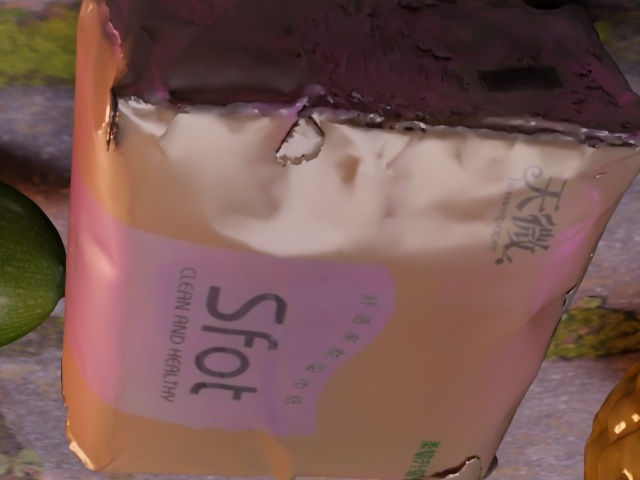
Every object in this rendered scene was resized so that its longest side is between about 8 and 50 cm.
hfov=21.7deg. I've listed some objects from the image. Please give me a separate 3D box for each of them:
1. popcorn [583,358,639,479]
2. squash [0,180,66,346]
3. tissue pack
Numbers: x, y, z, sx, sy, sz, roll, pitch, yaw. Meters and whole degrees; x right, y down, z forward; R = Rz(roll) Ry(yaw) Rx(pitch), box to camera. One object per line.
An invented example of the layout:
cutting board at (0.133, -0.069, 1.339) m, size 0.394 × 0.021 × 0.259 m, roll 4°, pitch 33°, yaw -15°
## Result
popcorn at (0.245, 0.154, 0.889) m, size 0.251 × 0.237 × 0.206 m, roll -27°, pitch 172°, yaw -20°
squash at (-0.297, -0.007, 0.730) m, size 0.378 × 0.101 × 0.101 m, roll 7°, pitch 151°, yaw -11°
tissue pack at (0.000, 0.000, 0.714) m, size 0.215 × 0.123 × 0.257 m, roll 3°, pitch 140°, yaw -9°
